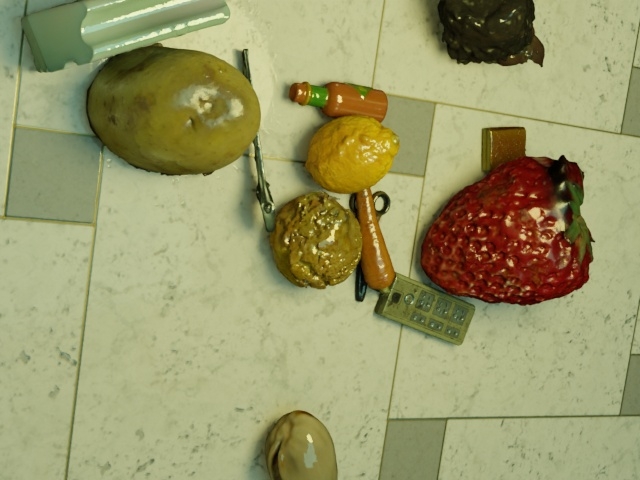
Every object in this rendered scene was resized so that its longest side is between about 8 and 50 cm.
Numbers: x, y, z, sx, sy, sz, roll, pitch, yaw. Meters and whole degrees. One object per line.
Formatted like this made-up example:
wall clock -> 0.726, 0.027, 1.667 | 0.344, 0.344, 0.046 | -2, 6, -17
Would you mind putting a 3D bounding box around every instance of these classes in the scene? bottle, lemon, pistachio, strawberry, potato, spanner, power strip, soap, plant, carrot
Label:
bottle -> 0.031, -0.257, 1.793 | 0.187, 0.069, 0.069 | 5, 97, -29
lemon -> 0.059, -0.158, 1.772 | 0.142, 0.187, 0.142 | 42, 39, -48
pistachio -> -0.031, 0.422, 1.851 | 0.144, 0.144, 0.215 | -22, 114, -23
strawberry -> 0.382, -0.012, 1.940 | 0.291, 0.309, 0.292 | 14, 72, -51
potato -> -0.216, -0.213, 1.592 | 0.285, 0.242, 0.243 | 26, 86, -26
spanner -> -0.113, -0.174, 1.731 | 0.026, 0.093, 0.326 | -9, 97, -7
power strip -> 0.200, 0.133, 1.973 | 0.268, 0.034, 0.092 | 23, 88, -29
soap -> -0.306, -0.349, 1.539 | 0.289, 0.173, 0.095 | -22, 107, -22
plant -> 0.316, -0.426, 1.842 | 0.234, 0.204, 0.178 | 41, 54, -70
carrot -> 0.094, -0.017, 1.861 | 0.061, 0.061, 0.257 | -18, 103, -24

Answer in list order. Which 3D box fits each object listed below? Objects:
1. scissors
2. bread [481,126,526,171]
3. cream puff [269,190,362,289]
scissors -> 0.088, 0.012, 1.903 | 0.088, 0.017, 0.220 | 2, 99, -29
bread -> 0.376, -0.188, 2.007 | 0.094, 0.035, 0.090 | -6, 101, -27
cream puff -> 0.000, 0.000, 1.791 | 0.189, 0.129, 0.189 | -7, 104, -30
